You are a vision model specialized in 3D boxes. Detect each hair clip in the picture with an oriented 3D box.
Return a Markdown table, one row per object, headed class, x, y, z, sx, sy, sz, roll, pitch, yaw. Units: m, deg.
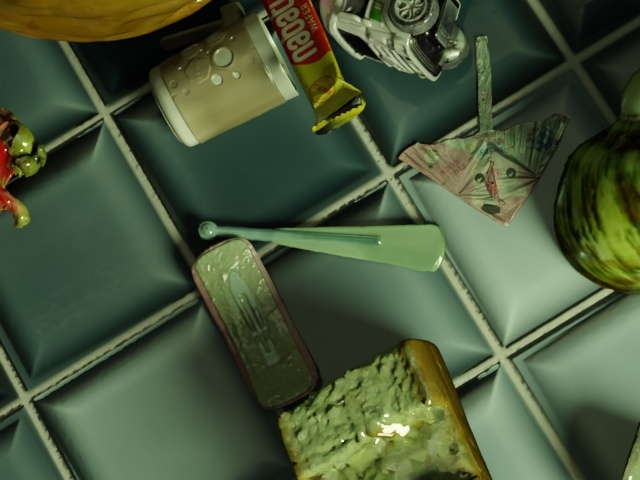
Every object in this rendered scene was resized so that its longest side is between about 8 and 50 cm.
| class | x | y | z | sx | sy | sz | roll | pitch | yaw |
| --- | --- | --- | --- | --- | --- | --- | --- | --- | --- |
| hair clip | -0.051 | 0.064 | 1.429 | 0.054 | 0.022 | 0.137 | -29 | 79 | 2 |

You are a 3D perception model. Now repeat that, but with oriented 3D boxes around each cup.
| class | x | y | z | sx | sy | sz | roll | pitch | yaw |
| --- | --- | --- | --- | --- | --- | --- | --- | --- | --- |
| cup | -0.083 | -0.135 | 1.447 | 0.099 | 0.074 | 0.102 | -27 | 76 | 4 |

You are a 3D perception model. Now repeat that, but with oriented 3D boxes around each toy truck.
| class | x | y | z | sx | sy | sz | roll | pitch | yaw |
| --- | --- | --- | --- | --- | --- | --- | --- | --- | --- |
| toy truck | 0.070 | -0.239 | 1.432 | 0.116 | 0.110 | 0.216 | 13 | 82 | 24 |

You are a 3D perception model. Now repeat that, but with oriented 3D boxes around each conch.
| class | x | y | z | sx | sy | sz | roll | pitch | yaw |
| --- | --- | --- | --- | --- | --- | --- | --- | --- | --- |
| conch | 0.256 | -0.060 | 1.354 | 0.187 | 0.124 | 0.181 | -2 | 75 | 17 |

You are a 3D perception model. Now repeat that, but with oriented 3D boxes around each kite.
| class | x | y | z | sx | sy | sz | roll | pitch | yaw |
| --- | --- | --- | --- | --- | --- | --- | --- | --- | --- |
| kite | 0.125 | -0.083 | 1.439 | 0.137 | 0.005 | 0.153 | -13 | 76 | 6 |

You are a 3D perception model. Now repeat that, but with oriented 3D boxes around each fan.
| class | x | y | z | sx | sy | sz | roll | pitch | yaw |
| --- | --- | --- | --- | --- | --- | --- | --- | --- | --- |
| fan | 0.000 | 0.000 | 1.437 | 0.193 | 0.016 | 0.038 | 3 | 81 | 9 |

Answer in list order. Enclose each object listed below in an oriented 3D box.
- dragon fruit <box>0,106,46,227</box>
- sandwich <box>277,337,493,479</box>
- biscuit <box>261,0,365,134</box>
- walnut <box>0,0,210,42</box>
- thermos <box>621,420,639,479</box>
| class | x | y | z | sx | sy | sz | roll | pitch | yaw |
| --- | --- | --- | --- | --- | --- | --- | --- | --- | --- |
| dragon fruit | -0.302 | -0.041 | 1.427 | 0.172 | 0.160 | 0.166 | -50 | 52 | -3 |
| sandwich | 0.072 | 0.200 | 1.331 | 0.122 | 0.128 | 0.236 | -27 | 75 | 11 |
| biscuit | -0.029 | -0.192 | 1.426 | 0.048 | 0.026 | 0.292 | -34 | 52 | 13 |
| walnut | -0.148 | -0.326 | 1.364 | 0.308 | 0.354 | 0.398 | 35 | 84 | -14 |
| thermos | 0.304 | 0.194 | 1.319 | 0.187 | 0.073 | 0.083 | 16 | 80 | 12 |
